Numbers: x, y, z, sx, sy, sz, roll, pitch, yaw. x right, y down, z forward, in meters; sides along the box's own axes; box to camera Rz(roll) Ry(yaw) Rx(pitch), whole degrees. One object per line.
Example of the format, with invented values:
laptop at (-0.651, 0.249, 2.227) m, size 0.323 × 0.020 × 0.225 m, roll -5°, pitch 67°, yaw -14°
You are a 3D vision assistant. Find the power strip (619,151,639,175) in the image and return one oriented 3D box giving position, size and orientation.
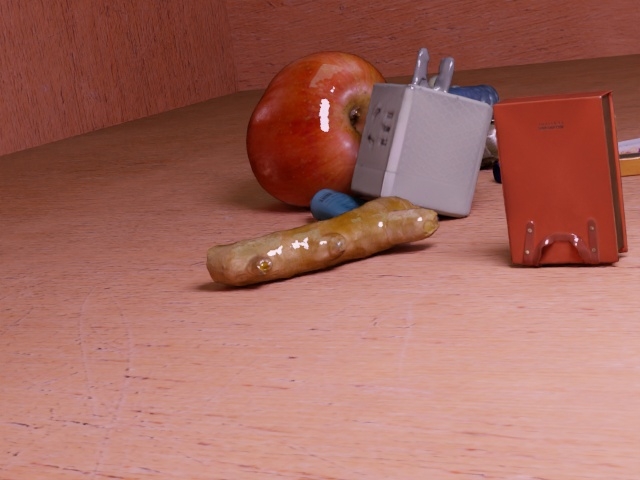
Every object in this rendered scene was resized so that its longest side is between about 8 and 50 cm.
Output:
power strip at (0.470, -0.115, 1.943) m, size 0.178 × 0.028 × 0.049 m, roll -5°, pitch 12°, yaw 13°

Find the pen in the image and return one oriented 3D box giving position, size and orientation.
pen at (0.401, -0.127, 2.049) m, size 0.269 × 0.033 × 0.033 m, roll -10°, pitch 12°, yaw -14°

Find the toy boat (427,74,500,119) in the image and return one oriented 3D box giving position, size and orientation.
toy boat at (0.264, -0.294, 2.734) m, size 0.215 × 0.123 × 0.330 m, roll -2°, pitch 12°, yaw 20°

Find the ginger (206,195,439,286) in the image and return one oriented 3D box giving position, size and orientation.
ginger at (0.001, 0.004, 1.620) m, size 0.299 × 0.065 × 0.118 m, roll -16°, pitch 9°, yaw -21°

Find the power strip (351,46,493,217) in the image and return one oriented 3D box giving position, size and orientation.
power strip at (0.147, -0.156, 1.829) m, size 0.139 × 0.224 × 0.140 m, roll 11°, pitch 4°, yaw -20°

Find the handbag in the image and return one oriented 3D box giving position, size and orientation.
handbag at (0.267, -0.066, 1.448) m, size 0.127 × 0.190 × 0.063 m, roll -1°, pitch 15°, yaw 29°

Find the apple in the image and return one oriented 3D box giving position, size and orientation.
apple at (-0.004, -0.172, 2.043) m, size 0.242 × 0.242 × 0.241 m, roll -18°, pitch 8°, yaw -39°

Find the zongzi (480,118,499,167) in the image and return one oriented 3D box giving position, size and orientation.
zongzi at (0.233, -0.156, 2.225) m, size 0.178 × 0.081 × 0.189 m, roll -16°, pitch 4°, yaw 12°

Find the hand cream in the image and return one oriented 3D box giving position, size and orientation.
hand cream at (0.064, -0.038, 1.847) m, size 0.083 × 0.048 × 0.224 m, roll -18°, pitch 21°, yaw -36°
